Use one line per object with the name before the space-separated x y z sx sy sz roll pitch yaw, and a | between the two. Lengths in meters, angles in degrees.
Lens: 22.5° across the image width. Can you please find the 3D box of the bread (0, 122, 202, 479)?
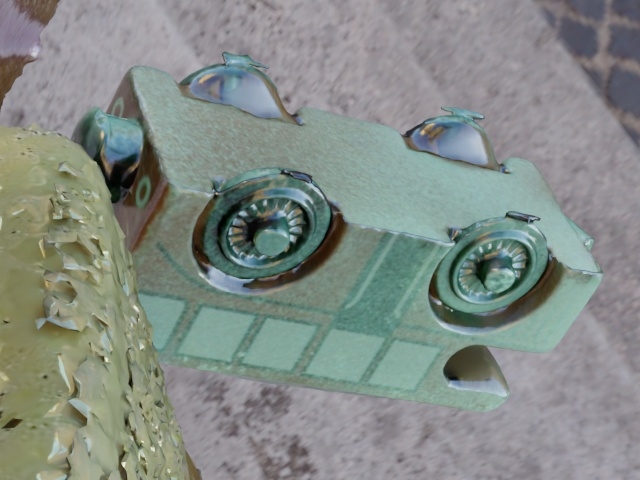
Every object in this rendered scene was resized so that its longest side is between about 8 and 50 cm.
bread | -0.173 0.131 0.643 0.279 0.248 0.315 -4 31 6

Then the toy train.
toy train | 0.000 0.000 0.926 0.326 0.159 0.129 11 33 -30

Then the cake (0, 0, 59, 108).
cake | -0.115 -0.088 0.498 0.113 0.295 0.116 26 95 4
